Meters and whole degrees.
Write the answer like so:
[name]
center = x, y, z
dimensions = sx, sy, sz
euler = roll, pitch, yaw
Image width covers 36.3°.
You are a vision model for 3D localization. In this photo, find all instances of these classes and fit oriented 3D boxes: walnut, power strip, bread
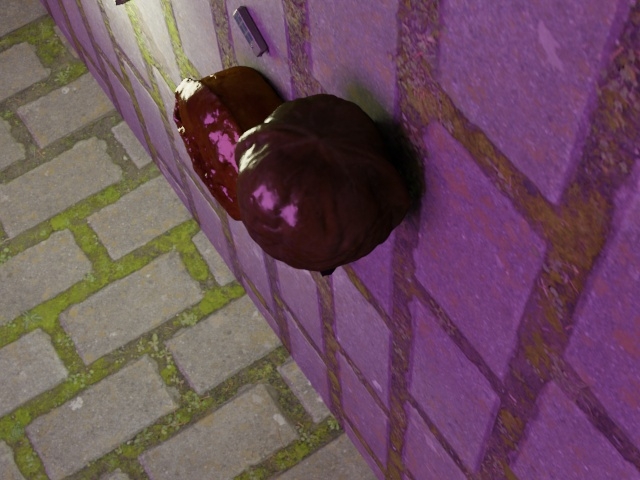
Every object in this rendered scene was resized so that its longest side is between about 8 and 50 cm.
[walnut]
center = -0.002, -0.072, 1.378
dimensions = 0.283, 0.227, 0.283
euler = 18, 157, 8
[power strip]
center = -0.117, -0.346, 1.619
dimensions = 0.090, 0.016, 0.040
euler = 60, 166, -5
[bread]
center = -0.147, -0.178, 1.784
dimensions = 0.312, 0.172, 0.312
euler = 49, 160, 25

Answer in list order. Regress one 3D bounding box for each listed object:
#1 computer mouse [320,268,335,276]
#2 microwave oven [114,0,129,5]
[computer mouse]
center = 0.000, 0.000, 1.875
dimensions = 0.172, 0.057, 0.099
euler = -120, 6, -52
[microwave oven]
center = -0.394, -0.577, 1.871
dimensions = 0.163, 0.129, 0.205
euler = 54, 165, 15
